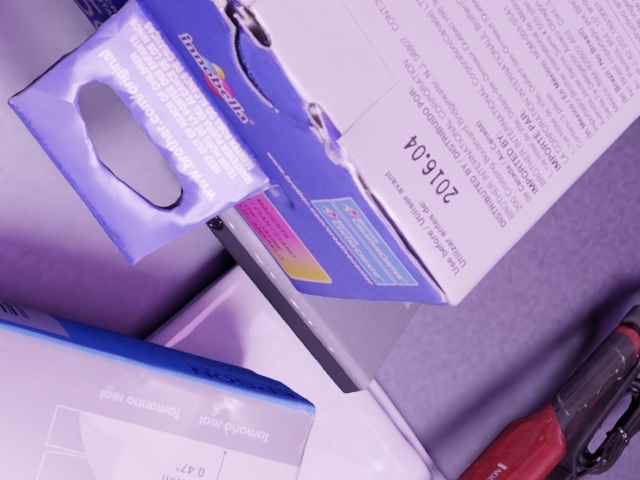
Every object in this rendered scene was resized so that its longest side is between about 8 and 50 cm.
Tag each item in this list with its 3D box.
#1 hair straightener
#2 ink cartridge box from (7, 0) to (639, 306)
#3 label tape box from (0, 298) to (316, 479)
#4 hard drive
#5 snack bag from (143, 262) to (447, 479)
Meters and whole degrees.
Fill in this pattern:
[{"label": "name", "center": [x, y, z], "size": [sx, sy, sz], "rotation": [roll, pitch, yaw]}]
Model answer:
[{"label": "hair straightener", "center": [0.139, 0.114, 1.035], "size": [0.230, 0.047, 0.089], "rotation": [-49, 138, -25]}, {"label": "ink cartridge box", "center": [0.037, -0.154, 0.871], "size": [0.395, 0.151, 0.270], "rotation": [-45, 111, -23]}, {"label": "label tape box", "center": [-0.176, 0.201, 0.854], "size": [0.249, 0.115, 0.347], "rotation": [17, 88, -21]}, {"label": "hard drive", "center": [0.000, 0.000, 0.961], "size": [0.135, 0.022, 0.094], "rotation": [52, 50, -21]}, {"label": "snack bag", "center": [-0.052, 0.224, 0.986], "size": [0.323, 0.037, 0.342], "rotation": [-40, 111, -13]}]
